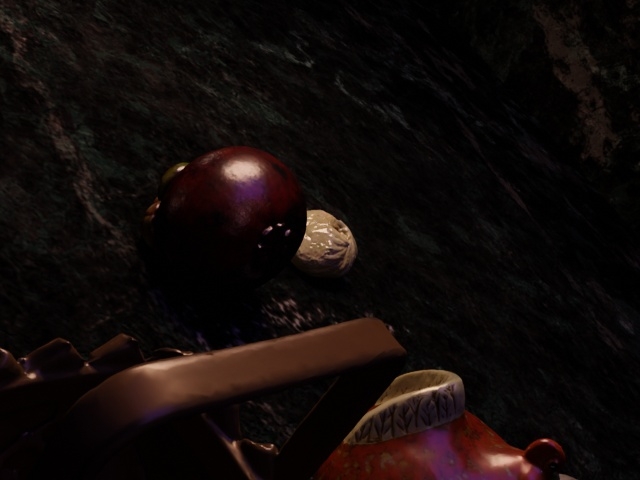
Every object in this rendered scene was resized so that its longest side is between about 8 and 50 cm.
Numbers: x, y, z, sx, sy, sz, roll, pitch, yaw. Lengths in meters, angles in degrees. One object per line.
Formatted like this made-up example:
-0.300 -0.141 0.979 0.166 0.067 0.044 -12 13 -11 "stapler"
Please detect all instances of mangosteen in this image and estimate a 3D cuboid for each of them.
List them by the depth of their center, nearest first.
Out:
-0.116 -0.029 1.085 0.200 0.200 0.200 32 26 -18 "mangosteen"

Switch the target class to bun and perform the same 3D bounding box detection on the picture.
0.000 0.000 1.291 0.115 0.069 0.115 30 26 -17 "bun"

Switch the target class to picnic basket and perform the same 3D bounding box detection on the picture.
-0.103 0.174 0.578 0.254 0.321 0.291 -3 46 -51 "picnic basket"

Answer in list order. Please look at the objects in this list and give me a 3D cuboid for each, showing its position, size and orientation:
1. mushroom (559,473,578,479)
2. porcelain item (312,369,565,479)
0.323 0.347 1.143 0.278 0.099 0.096 28 33 -31 "mushroom"
0.126 0.240 0.883 0.253 0.253 0.253 32 26 -18 "porcelain item"
